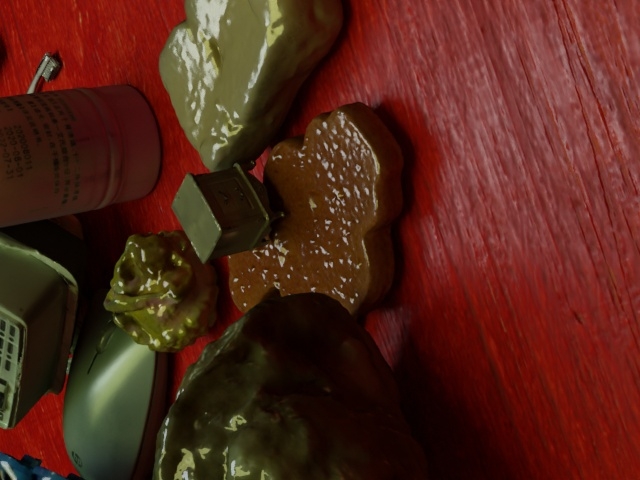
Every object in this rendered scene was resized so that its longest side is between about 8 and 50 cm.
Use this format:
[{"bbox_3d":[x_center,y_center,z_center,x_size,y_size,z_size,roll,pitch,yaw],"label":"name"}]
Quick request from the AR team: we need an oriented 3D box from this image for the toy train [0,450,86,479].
[{"bbox_3d":[-0.332,0.409,1.772,0.300,0.265,0.188,2,59,53],"label":"toy train"}]

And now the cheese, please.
[{"bbox_3d":[-0.074,-0.200,1.389,0.159,0.093,0.263,55,137,22],"label":"cheese"}]

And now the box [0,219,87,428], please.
[{"bbox_3d":[-0.415,0.086,1.721,0.220,0.166,0.290,29,139,6],"label":"box"}]

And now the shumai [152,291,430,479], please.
[{"bbox_3d":[0.027,0.226,1.230,0.263,0.309,0.304,24,92,44],"label":"shumai"}]

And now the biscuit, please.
[{"bbox_3d":[0.000,0.000,1.390,0.202,0.047,0.334,54,140,27],"label":"biscuit"}]

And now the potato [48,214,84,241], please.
[{"bbox_3d":[-0.385,0.002,1.841,0.178,0.109,0.118,-26,90,50],"label":"potato"}]

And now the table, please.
[{"bbox_3d":[-0.094,-0.031,1.394,0.079,0.083,0.062,60,143,22],"label":"table"}]

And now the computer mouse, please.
[{"bbox_3d":[-0.280,0.208,1.767,0.159,0.097,0.288,35,129,39],"label":"computer mouse"}]

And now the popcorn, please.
[{"bbox_3d":[-0.181,0.059,1.592,0.125,0.126,0.145,8,91,26],"label":"popcorn"}]

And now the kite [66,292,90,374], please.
[{"bbox_3d":[-0.324,0.162,1.890,0.267,0.013,0.323,-18,88,53],"label":"kite"}]

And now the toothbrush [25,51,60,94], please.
[{"bbox_3d":[-0.420,-0.174,1.907,0.026,0.024,0.288,53,138,7],"label":"toothbrush"}]

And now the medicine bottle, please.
[{"bbox_3d":[-0.334,-0.101,1.621,0.152,0.254,0.152,19,115,48],"label":"medicine bottle"}]
